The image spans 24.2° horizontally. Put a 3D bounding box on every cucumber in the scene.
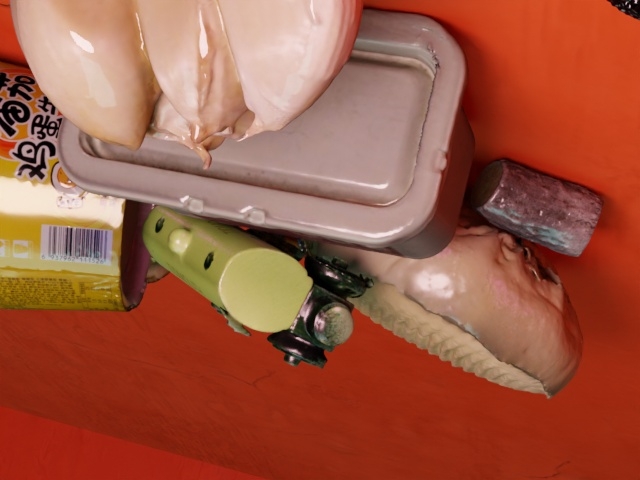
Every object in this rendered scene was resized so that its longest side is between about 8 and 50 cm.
[{"bbox_3d":[0.189,-0.030,1.312,0.112,0.064,0.064,23,162,-5],"label":"cucumber"}]

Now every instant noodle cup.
[{"bbox_3d":[-0.261,-0.048,1.403,0.200,0.264,0.264,6,161,3],"label":"instant noodle cup"}]

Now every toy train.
[{"bbox_3d":[-0.068,0.029,1.314,0.157,0.105,0.253,28,180,-28],"label":"toy train"}]

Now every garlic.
[{"bbox_3d":[-0.082,-0.151,1.000,0.281,0.203,0.184,-9,-168,25],"label":"garlic"}]

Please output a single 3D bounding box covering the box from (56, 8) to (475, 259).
[{"bbox_3d":[-0.025,-0.082,1.205,0.311,0.175,0.182,11,170,20],"label":"box"}]

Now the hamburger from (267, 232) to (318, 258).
[{"bbox_3d":[-0.039,-0.034,1.461,0.102,0.087,0.176,9,163,20],"label":"hamburger"}]

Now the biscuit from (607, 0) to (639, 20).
[{"bbox_3d":[0.219,-0.163,0.940,0.087,0.027,0.089,13,162,10],"label":"biscuit"}]

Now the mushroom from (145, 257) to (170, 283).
[{"bbox_3d":[-0.173,-0.034,1.595,0.107,0.087,0.333,17,159,-14],"label":"mushroom"}]

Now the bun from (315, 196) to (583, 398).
[{"bbox_3d":[0.134,0.037,1.421,0.287,0.146,0.287,30,171,5],"label":"bun"}]
